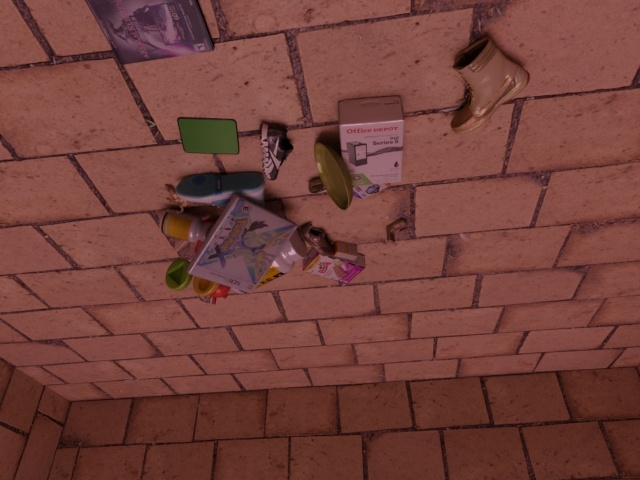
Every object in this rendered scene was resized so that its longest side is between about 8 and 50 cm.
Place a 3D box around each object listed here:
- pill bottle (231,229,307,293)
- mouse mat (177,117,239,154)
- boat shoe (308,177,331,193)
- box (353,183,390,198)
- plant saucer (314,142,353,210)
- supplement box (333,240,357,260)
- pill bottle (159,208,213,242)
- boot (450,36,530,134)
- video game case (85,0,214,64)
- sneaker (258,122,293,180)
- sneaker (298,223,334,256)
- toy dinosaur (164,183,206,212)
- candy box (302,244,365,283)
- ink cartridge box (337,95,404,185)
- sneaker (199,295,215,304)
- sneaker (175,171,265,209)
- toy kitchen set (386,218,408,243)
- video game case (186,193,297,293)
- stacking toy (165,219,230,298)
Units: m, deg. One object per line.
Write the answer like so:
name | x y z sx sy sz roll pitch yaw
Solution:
pill bottle | -0.228 0.076 2.019 0.333 0.188 0.188 -27 137 21
mouse mat | -0.365 -0.341 1.618 0.189 0.007 0.153 1 144 -4
boat shoe | 0.030 -0.213 1.776 0.152 0.048 0.056 -17 131 10
box | 0.177 -0.201 1.801 0.136 0.028 0.081 -24 138 31
plant saucer | 0.048 -0.217 1.630 0.037 0.241 0.241 -26 145 -13
supplement box | 0.107 0.044 2.100 0.098 0.062 0.036 14 140 -18
pill bottle | -0.512 -0.052 1.887 0.184 0.103 0.103 17 144 6
boot | 0.439 -0.440 1.425 0.203 0.095 0.262 25 135 -31
video game case | -0.440 -0.569 1.292 0.274 0.026 0.196 -7 143 6
sneaker | -0.142 -0.286 1.637 0.106 0.078 0.234 1 142 1
sneaker | 0.000 0.000 2.020 0.188 0.066 0.071 34 129 -26
toy dinosaur | -0.507 -0.143 1.843 0.183 0.053 0.092 24 136 -29
candy box | 0.058 0.102 2.170 0.233 0.071 0.159 18 140 -23
ink cartridge box | 0.161 -0.310 1.578 0.198 0.115 0.273 -4 143 4
sneaker | -0.539 0.236 2.326 0.092 0.088 0.225 6 143 -7
sneaker | -0.352 -0.136 1.796 0.318 0.127 0.208 -1 142 2
toy kitchen set | 0.321 -0.030 1.993 0.083 0.075 0.068 -27 137 37
video game case | -0.279 0.024 1.793 0.300 0.036 0.329 25 103 -43
stacking toy | -0.465 0.088 1.978 0.279 0.309 0.130 -7 157 30
